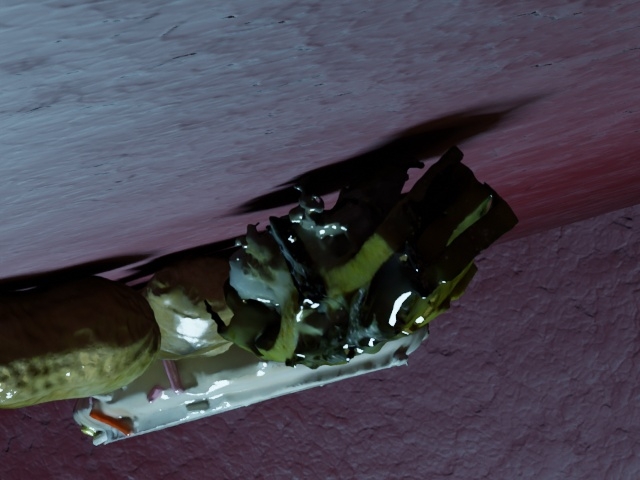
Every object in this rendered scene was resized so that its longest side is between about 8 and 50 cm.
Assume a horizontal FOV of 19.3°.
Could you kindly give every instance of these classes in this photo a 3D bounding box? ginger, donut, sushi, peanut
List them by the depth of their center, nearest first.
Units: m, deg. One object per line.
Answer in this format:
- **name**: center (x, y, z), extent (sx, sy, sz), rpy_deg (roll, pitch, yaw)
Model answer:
- **sushi**: center (0.030, 0.008, 1.293), extent (0.139, 0.131, 0.291), rpy_deg (-40, -179, -29)
- **peanut**: center (-0.210, 0.075, 1.449), extent (0.108, 0.095, 0.226), rpy_deg (-38, 160, 35)
- **ginger**: center (-0.123, 0.064, 1.634), extent (0.334, 0.081, 0.148), rpy_deg (-20, 167, 42)
- **donut**: center (-0.080, 0.099, 1.903), extent (0.383, 0.142, 0.382), rpy_deg (-16, 175, -1)

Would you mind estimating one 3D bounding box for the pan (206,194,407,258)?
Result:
- **pan**: center (0.000, 0.003, 1.630), extent (0.212, 0.040, 0.115), rpy_deg (-16, 171, -1)
